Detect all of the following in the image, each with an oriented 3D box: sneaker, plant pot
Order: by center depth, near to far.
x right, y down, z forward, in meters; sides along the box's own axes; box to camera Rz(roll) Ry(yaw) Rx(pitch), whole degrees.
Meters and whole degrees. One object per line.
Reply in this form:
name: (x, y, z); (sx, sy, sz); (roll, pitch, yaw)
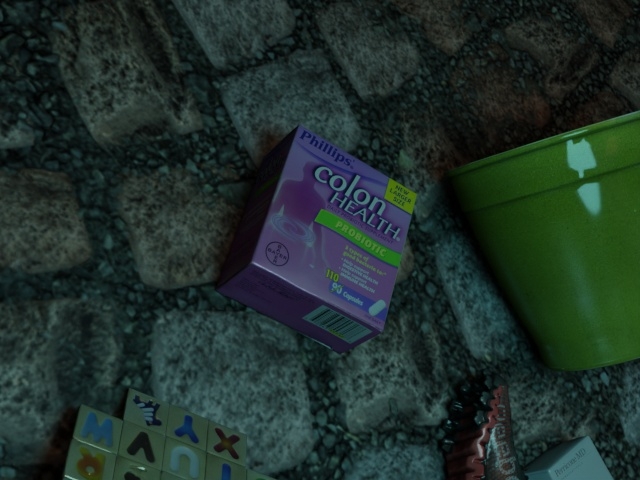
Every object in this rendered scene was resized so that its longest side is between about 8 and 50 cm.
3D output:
sneaker: (0.244, 0.327, 1.416); (0.135, 0.097, 0.276); (25, 59, -20)
plant pot: (0.422, 0.006, 1.545); (0.366, 0.366, 0.353); (-18, 90, -37)

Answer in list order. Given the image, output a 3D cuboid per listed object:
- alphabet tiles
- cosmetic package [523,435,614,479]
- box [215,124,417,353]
alphabet tiles: (-0.162, 0.317, 1.116); (0.285, 0.011, 0.342); (27, 29, -19)
cosmetic package: (0.405, 0.428, 1.482); (0.117, 0.085, 0.231); (-26, 85, -38)
box: (0.000, 0.000, 1.397); (0.213, 0.117, 0.243); (29, 56, -18)
